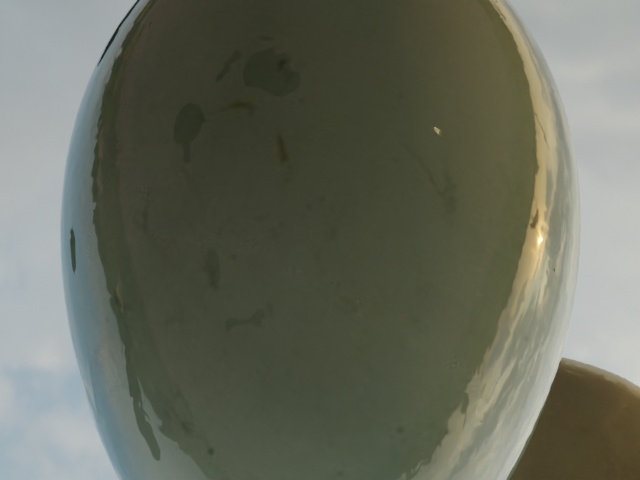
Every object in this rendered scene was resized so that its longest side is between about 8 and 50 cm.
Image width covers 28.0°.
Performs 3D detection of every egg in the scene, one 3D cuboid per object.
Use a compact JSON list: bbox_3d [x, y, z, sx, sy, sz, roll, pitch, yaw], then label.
[{"bbox_3d":[0.000,0.000,0.453,0.182,0.183,0.264,0,-123,2],"label":"egg"}]

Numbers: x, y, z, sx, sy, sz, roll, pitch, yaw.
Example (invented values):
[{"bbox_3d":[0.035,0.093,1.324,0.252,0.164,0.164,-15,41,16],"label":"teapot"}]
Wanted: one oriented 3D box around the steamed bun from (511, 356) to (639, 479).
[{"bbox_3d":[0.160,0.253,0.966,0.333,0.312,0.233,24,-132,8],"label":"steamed bun"}]
